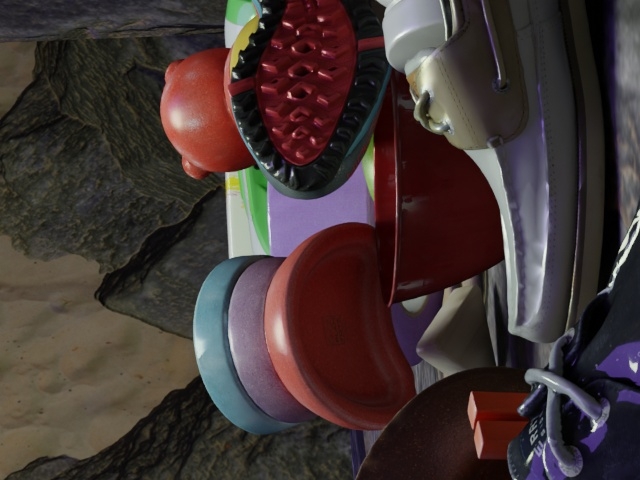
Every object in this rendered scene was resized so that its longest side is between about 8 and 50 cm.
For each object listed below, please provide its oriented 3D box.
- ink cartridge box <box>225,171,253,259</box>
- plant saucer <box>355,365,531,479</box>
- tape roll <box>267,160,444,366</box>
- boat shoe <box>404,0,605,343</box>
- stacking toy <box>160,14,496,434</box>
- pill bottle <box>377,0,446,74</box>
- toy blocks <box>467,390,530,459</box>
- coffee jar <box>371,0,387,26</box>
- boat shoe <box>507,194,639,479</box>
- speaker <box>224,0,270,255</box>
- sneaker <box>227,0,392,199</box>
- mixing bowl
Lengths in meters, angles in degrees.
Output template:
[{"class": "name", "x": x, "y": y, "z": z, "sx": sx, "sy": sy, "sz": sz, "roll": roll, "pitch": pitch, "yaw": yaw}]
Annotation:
[{"class": "ink cartridge box", "x": 0.004, "y": -0.070, "z": 1.981, "sx": 0.119, "sy": 0.207, "sz": 0.354, "roll": 54, "pitch": -147, "yaw": -89}, {"class": "plant saucer", "x": 0.095, "y": 0.158, "z": 0.892, "sx": 0.036, "sy": 0.198, "sz": 0.199, "roll": -7, "pitch": 85, "yaw": 52}, {"class": "tape roll", "x": 0.038, "y": -0.028, "z": 1.649, "sx": 0.275, "sy": 0.090, "sz": 0.275, "roll": -2, "pitch": -90, "yaw": -72}, {"class": "boat shoe", "x": 0.098, "y": -0.090, "z": 1.051, "sx": 0.113, "sy": 0.103, "sz": 0.302, "roll": 122, "pitch": 145, "yaw": -86}, {"class": "stacking toy", "x": 0.000, "y": 0.000, "z": 1.439, "sx": 0.279, "sy": 0.130, "sz": 0.309, "roll": 12, "pitch": -111, "yaw": -51}, {"class": "pill bottle", "x": 0.078, "y": -0.215, "z": 1.173, "sx": 0.121, "sy": 0.121, "sz": 0.216, "roll": 95, "pitch": 172, "yaw": -71}, {"class": "toy blocks", "x": 0.093, "y": 0.116, "z": 0.828, "sx": 0.054, "sy": 0.148, "sz": 0.123, "roll": 129, "pitch": 138, "yaw": -75}, {"class": "coffee jar", "x": 0.056, "y": -0.241, "z": 1.908, "sx": 0.184, "sy": 0.096, "sz": 0.079, "roll": -98, "pitch": 5, "yaw": -71}, {"class": "boat shoe", "x": 0.122, "y": 0.074, "z": 0.712, "sx": 0.108, "sy": 0.102, "sz": 0.301, "roll": -97, "pitch": 5, "yaw": -57}, {"class": "speaker", "x": -0.017, "y": -0.099, "z": 1.816, "sx": 0.131, "sy": 0.131, "sz": 0.297, "roll": -99, "pitch": 3, "yaw": -68}, {"class": "sneaker", "x": 0.009, "y": -0.104, "z": 1.256, "sx": 0.262, "sy": 0.104, "sz": 0.125, "roll": -88, "pitch": -18, "yaw": -49}, {"class": "mixing bowl", "x": 0.090, "y": -0.045, "z": 1.304, "sx": 0.181, "sy": 0.098, "sz": 0.181, "roll": 179, "pitch": 90, "yaw": -86}]
